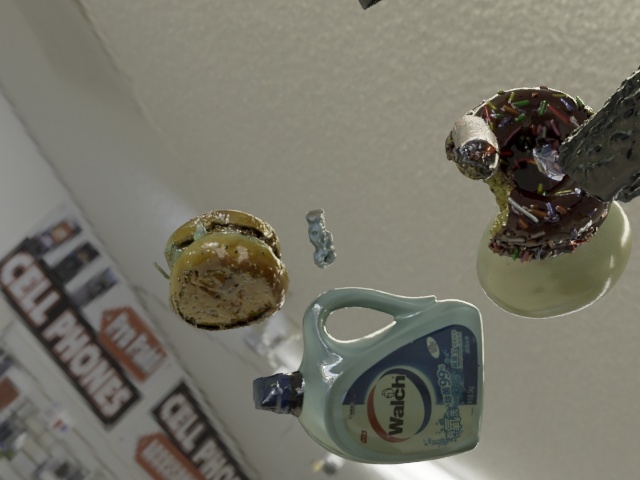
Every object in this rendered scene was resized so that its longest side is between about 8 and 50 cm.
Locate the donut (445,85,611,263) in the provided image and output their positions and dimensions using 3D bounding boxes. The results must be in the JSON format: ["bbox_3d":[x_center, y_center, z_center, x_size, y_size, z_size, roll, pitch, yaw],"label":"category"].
[{"bbox_3d":[0.280,-0.093,1.509,0.096,0.216,0.230,95,-17,-74],"label":"donut"}]

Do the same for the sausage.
[{"bbox_3d":[0.090,-0.056,0.694,0.028,0.025,0.198,4,10,4],"label":"sausage"}]

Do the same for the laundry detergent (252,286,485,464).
[{"bbox_3d":[0.056,0.165,1.441,0.280,0.215,0.105,3,-2,-16],"label":"laundry detergent"}]

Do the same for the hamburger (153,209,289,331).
[{"bbox_3d":[-0.139,0.049,1.631,0.177,0.185,0.113,111,-22,-48],"label":"hamburger"}]

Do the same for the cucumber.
[{"bbox_3d":[0.264,-0.129,0.760,0.072,0.072,0.300,43,-45,6],"label":"cucumber"}]

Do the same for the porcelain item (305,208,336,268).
[{"bbox_3d":[0.000,0.000,1.592,0.028,0.036,0.083,11,-60,42],"label":"porcelain item"}]

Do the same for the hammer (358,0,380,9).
[{"bbox_3d":[0.155,-0.373,1.435,0.137,0.289,0.037,36,-22,55],"label":"hammer"}]

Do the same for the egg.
[{"bbox_3d":[0.384,0.016,1.954,0.269,0.219,0.219,-22,-60,23],"label":"egg"}]
